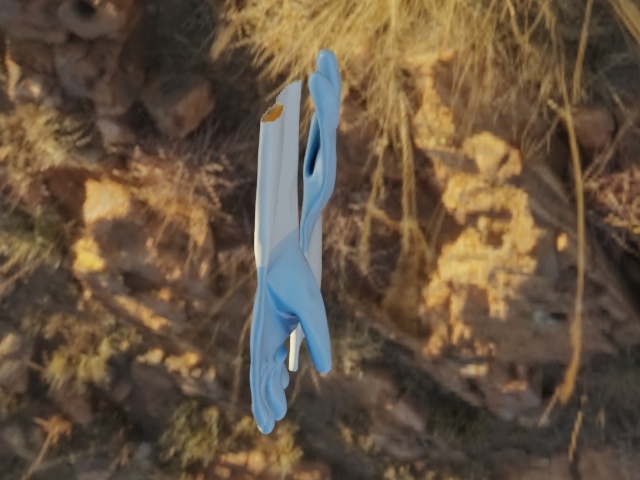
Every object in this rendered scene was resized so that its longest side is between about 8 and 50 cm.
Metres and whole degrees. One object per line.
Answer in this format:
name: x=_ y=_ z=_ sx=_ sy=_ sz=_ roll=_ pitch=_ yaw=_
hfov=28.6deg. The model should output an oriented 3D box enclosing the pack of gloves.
pack of gloves: x=0.000 y=0.000 z=0.825 sx=0.046 sy=0.195 sz=0.232 roll=9 pitch=117 yaw=10
